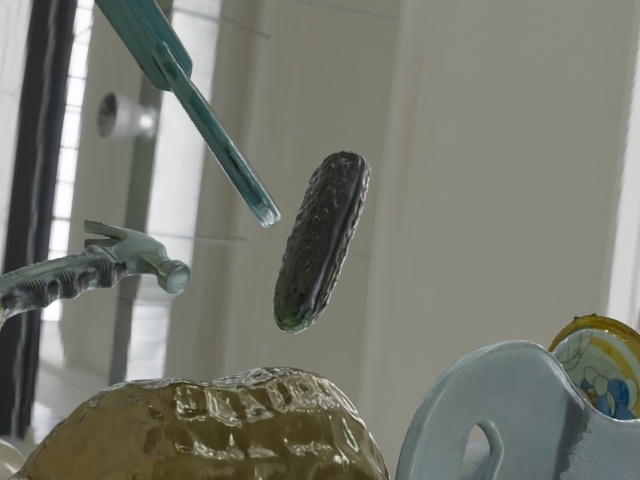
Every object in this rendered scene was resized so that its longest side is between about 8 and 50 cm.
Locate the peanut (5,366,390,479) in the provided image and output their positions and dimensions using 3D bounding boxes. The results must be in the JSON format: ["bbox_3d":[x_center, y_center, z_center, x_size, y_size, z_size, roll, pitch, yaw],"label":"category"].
[{"bbox_3d":[-0.065,0.165,0.546,0.110,0.233,0.196,129,-42,-51],"label":"peanut"}]

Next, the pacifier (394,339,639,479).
[{"bbox_3d":[0.166,0.178,0.508,0.207,0.279,0.227,-20,-134,47],"label":"pacifier"}]

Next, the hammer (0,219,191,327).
[{"bbox_3d":[-0.273,0.040,1.044,0.159,0.226,0.041,27,-54,39],"label":"hammer"}]

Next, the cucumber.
[{"bbox_3d":[0.000,0.001,1.099,0.074,0.074,0.241,-28,-146,46],"label":"cucumber"}]

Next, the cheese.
[{"bbox_3d":[0.330,0.160,1.034,0.270,0.069,0.176,-21,-107,52],"label":"cheese"}]

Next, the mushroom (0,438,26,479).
[{"bbox_3d":[-0.522,0.365,1.161,0.294,0.362,0.362,51,-46,-5],"label":"mushroom"}]

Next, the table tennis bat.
[{"bbox_3d":[-0.085,-0.092,0.615,0.033,0.201,0.124,-33,-164,-2],"label":"table tennis bat"}]
